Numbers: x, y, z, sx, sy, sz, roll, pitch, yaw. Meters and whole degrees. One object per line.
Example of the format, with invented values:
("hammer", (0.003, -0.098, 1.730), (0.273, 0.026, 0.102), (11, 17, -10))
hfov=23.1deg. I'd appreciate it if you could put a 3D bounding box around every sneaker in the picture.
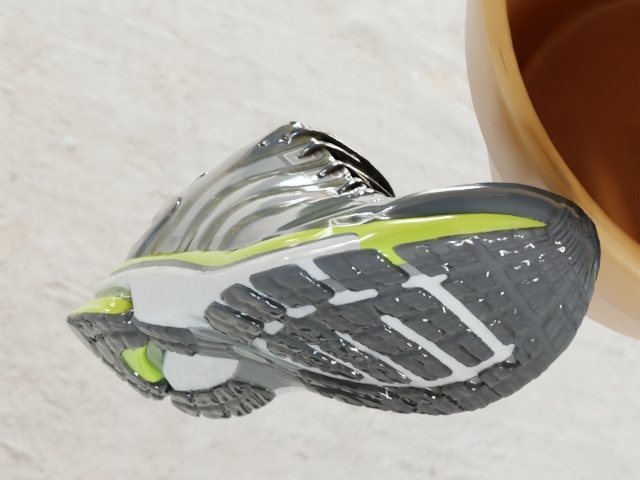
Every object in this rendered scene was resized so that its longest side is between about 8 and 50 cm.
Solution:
("sneaker", (0.000, 0.000, 0.676), (0.111, 0.300, 0.121), (40, 62, -31))

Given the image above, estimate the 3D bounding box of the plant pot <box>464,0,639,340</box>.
("plant pot", (0.196, -0.070, 0.726), (0.290, 0.203, 0.291), (2, 74, -6))
